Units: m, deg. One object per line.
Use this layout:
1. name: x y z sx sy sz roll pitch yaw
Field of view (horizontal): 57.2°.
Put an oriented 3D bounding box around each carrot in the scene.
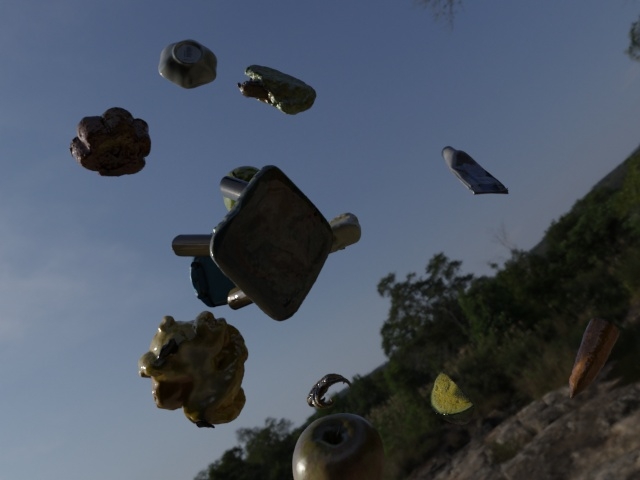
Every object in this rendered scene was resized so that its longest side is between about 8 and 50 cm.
1. carrot: 0.615 0.276 1.350 0.205 0.072 0.072 -51 -10 -23

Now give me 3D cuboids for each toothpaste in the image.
1. toothpaste: 0.425 -0.199 1.683 0.099 0.282 0.068 -28 -53 1

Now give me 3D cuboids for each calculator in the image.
1. calculator: -0.231 0.086 1.663 0.293 0.173 0.051 -11 -3 -35

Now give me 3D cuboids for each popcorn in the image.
1. popcorn: -0.352 0.353 1.633 0.297 0.316 0.281 1 7 -12

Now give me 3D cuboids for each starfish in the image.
1. starfish: 0.019 0.471 1.856 0.146 0.074 0.190 -45 2 -22

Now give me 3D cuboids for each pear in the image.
1. pear: -0.253 -0.170 1.968 0.166 0.180 0.216 2 -14 7

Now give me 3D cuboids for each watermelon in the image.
1. watermelon: 0.350 0.436 1.553 0.092 0.075 0.181 -42 20 -2

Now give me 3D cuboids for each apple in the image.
1. apple: 0.054 0.605 1.570 0.256 0.234 0.257 -14 17 4

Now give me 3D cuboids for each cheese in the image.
1. cheese: 0.001 0.002 1.809 0.263 0.093 0.159 -21 10 5

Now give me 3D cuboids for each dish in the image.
1. dish: -0.409 -0.564 1.817 0.190 0.191 0.066 -31 -15 -24

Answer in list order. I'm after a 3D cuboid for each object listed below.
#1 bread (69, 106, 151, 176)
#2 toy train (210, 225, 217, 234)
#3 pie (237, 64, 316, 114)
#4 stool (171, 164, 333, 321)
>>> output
1. bread: -0.661 -0.309 1.863 0.246 0.135 0.232 -6 -48 -34
2. toy train: -0.389 0.048 2.618 0.160 0.296 0.100 -11 18 12
3. pie: -0.149 -0.555 2.127 0.257 0.274 0.105 -77 12 -53
4. stool: -0.165 0.010 1.476 0.226 0.310 0.310 -4 45 45
